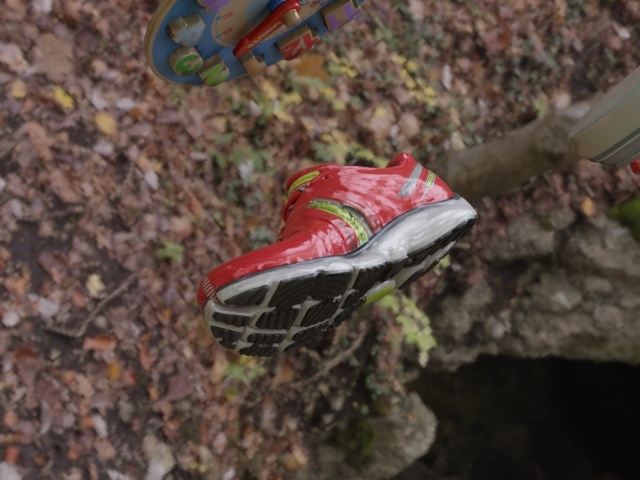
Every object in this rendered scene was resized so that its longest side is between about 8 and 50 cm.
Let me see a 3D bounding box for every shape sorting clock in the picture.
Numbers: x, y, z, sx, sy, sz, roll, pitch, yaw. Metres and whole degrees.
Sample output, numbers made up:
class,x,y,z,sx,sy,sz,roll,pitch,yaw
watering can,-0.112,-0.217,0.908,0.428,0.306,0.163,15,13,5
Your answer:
class,x,y,z,sx,sy,sz,roll,pitch,yaw
shape sorting clock,-0.028,-0.168,0.740,0.040,0.206,0.206,60,22,8

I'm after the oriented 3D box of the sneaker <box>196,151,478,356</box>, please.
class,x,y,z,sx,sy,sz,roll,pitch,yaw
sneaker,0.000,0.000,0.830,0.279,0.107,0.118,-22,65,-44

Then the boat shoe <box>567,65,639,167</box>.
class,x,y,z,sx,sy,sz,roll,pitch,yaw
boat shoe,0.238,-0.088,0.531,0.081,0.228,0.079,57,16,-6

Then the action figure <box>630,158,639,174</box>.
class,x,y,z,sx,sy,sz,roll,pitch,yaw
action figure,0.395,-0.148,0.881,0.139,0.280,0.091,-42,109,-50
